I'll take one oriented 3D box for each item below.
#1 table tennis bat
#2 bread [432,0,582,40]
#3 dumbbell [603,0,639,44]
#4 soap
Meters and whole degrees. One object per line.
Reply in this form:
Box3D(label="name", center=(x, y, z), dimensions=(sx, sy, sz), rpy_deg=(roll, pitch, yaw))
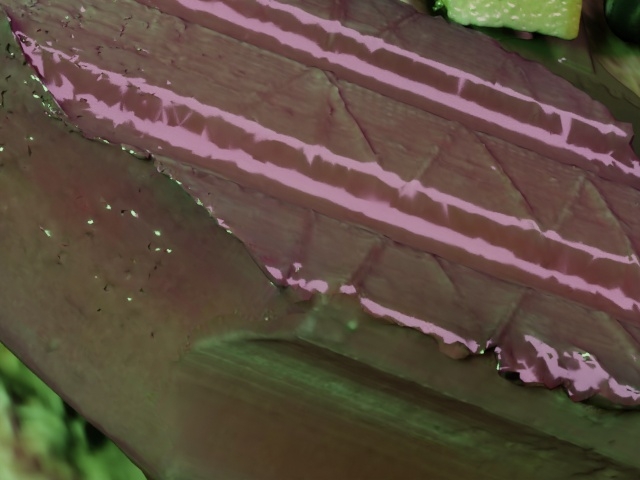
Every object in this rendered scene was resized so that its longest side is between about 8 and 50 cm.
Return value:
Box3D(label="table tennis bat", center=(0.133, -0.073, 0.880), dimensions=(0.131, 0.022, 0.234), rpy_deg=(21, 40, -21))
Box3D(label="bread", center=(0.082, -0.152, 0.907), dimensions=(0.084, 0.080, 0.109), rpy_deg=(3, 8, -21))
Box3D(label="dumbbell", center=(0.279, -0.128, 0.923), dimensions=(0.290, 0.192, 0.192), rpy_deg=(50, 36, 16))
Box3D(label="soap", center=(0.000, 0.000, 0.562), dimensions=(0.289, 0.112, 0.182), rpy_deg=(20, 32, -13))
